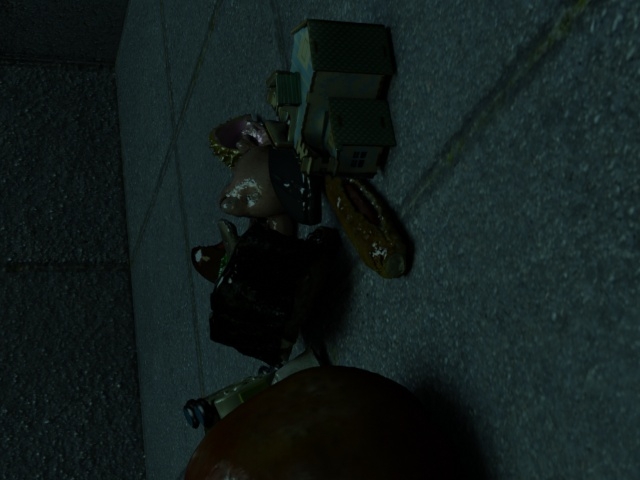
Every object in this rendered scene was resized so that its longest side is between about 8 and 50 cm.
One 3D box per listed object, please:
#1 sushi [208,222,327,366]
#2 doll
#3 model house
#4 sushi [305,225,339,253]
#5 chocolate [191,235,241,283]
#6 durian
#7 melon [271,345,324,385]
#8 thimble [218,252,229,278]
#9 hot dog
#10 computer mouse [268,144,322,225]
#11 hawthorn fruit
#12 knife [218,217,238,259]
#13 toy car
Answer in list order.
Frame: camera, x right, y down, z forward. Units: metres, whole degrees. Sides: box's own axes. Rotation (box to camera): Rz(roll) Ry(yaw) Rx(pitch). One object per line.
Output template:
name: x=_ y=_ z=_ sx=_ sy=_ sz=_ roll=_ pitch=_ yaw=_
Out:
sushi: x=-0.093 y=0.100 z=1.681 sx=0.211 sy=0.171 sz=0.350 roll=-61 pitch=-3 yaw=-23
doll: x=-0.136 y=-0.045 z=1.890 sx=0.201 sy=0.156 sz=0.303 roll=47 pitch=140 yaw=43
model house: x=0.011 y=-0.247 z=1.466 sx=0.271 sy=0.178 sz=0.206 roll=-111 pitch=30 yaw=-51
sushi: x=0.000 y=0.000 z=1.663 sx=0.099 sy=0.047 sz=0.050 roll=145 pitch=126 yaw=-63
chocolate: x=-0.238 y=0.041 z=2.184 sx=0.124 sy=0.133 sz=0.127 roll=121 pitch=146 yaw=-60
durian: x=-0.163 y=-0.207 z=2.028 sx=0.182 sy=0.165 sz=0.132 roll=43 pitch=101 yaw=25
melon: x=-0.029 y=0.259 z=1.688 sx=0.202 sy=0.093 sz=0.139 roll=-7 pitch=75 yaw=64
thimble: x=-0.176 y=0.088 z=2.077 sx=0.118 sy=0.090 sz=0.130 roll=165 pitch=104 yaw=-70
hot dog: x=0.062 y=-0.036 z=1.472 sx=0.289 sy=0.068 sz=0.083 roll=-123 pitch=31 yaw=-54
computer mouse: x=-0.048 y=-0.125 z=1.658 sx=0.270 sy=0.086 sz=0.137 roll=-104 pitch=9 yaw=-64
hawthorn fruit: x=-0.019 y=0.363 z=1.241 sx=0.403 sy=0.403 sz=0.403 roll=180 pitch=90 yaw=-70
knife: x=-0.145 y=0.101 z=1.910 sx=0.089 sy=0.043 sz=0.365 roll=30 pitch=144 yaw=43
toy car: x=-0.143 y=0.376 z=1.898 sx=0.198 sy=0.204 sz=0.248 roll=65 pitch=155 yaw=1
